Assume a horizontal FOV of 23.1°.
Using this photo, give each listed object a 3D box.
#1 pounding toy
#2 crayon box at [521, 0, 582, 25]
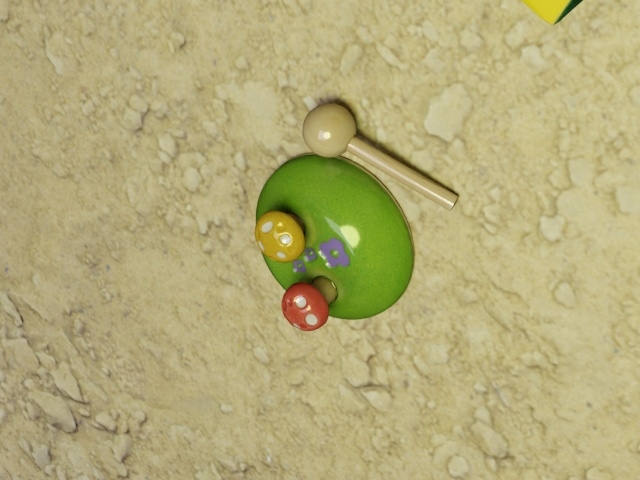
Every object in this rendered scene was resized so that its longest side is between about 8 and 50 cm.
[{"bbox_3d":[0.000,0.000,1.547,0.183,0.110,0.237,41,134,10],"label":"pounding toy"},{"bbox_3d":[0.118,-0.376,1.154,0.363,0.106,0.313,44,158,6],"label":"crayon box"}]
